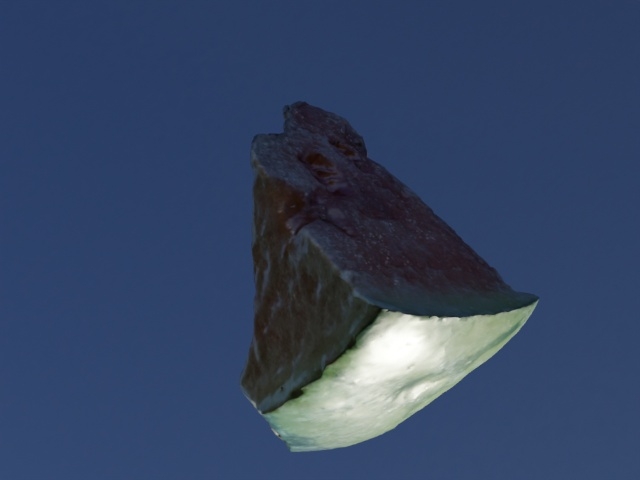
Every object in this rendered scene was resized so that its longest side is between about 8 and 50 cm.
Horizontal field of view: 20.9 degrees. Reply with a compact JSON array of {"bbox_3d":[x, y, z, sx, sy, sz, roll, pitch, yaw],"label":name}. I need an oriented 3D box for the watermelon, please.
[{"bbox_3d":[0.019,0.006,0.724,0.121,0.098,0.158,-8,-104,36],"label":"watermelon"}]
